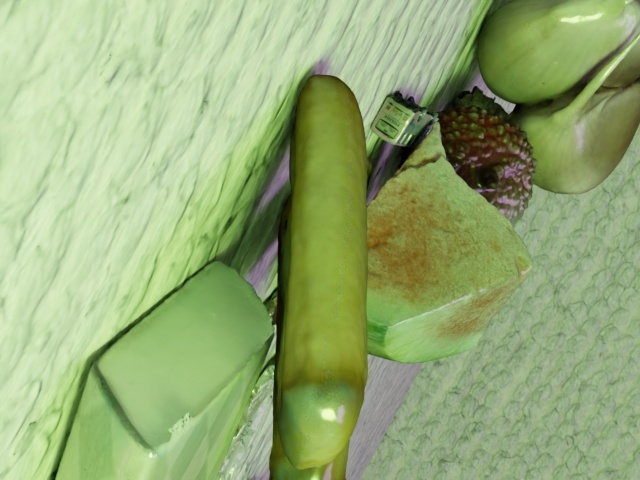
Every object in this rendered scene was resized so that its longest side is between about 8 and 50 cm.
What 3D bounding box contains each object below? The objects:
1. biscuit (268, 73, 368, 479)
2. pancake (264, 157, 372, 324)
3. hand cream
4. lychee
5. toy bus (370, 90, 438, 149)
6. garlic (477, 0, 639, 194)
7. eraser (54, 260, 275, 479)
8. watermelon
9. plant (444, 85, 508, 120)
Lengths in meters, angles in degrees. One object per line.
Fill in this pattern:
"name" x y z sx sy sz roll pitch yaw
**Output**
"biscuit" -0.003 0.050 0.853 0.237 0.062 0.291 99 -8 -56
"pancake" 0.000 0.000 1.129 0.184 0.020 0.191 -41 159 -55
"hand cream" -0.058 0.185 1.270 0.257 0.050 0.084 -53 166 -1
"lychee" 0.170 -0.075 1.306 0.165 0.165 0.197 -58 -160 -9
"toy bus" 0.088 -0.120 1.166 0.052 0.037 0.130 -60 168 10
"garlic" 0.314 -0.179 1.354 0.340 0.245 0.232 62 25 -83
"eraser" -0.154 0.226 0.874 0.213 0.082 0.397 -42 159 -56
"watermelon" 0.080 0.021 1.165 0.231 0.193 0.310 -36 159 6
"plant" 0.183 -0.141 1.487 0.116 0.105 0.122 -2 166 -35
